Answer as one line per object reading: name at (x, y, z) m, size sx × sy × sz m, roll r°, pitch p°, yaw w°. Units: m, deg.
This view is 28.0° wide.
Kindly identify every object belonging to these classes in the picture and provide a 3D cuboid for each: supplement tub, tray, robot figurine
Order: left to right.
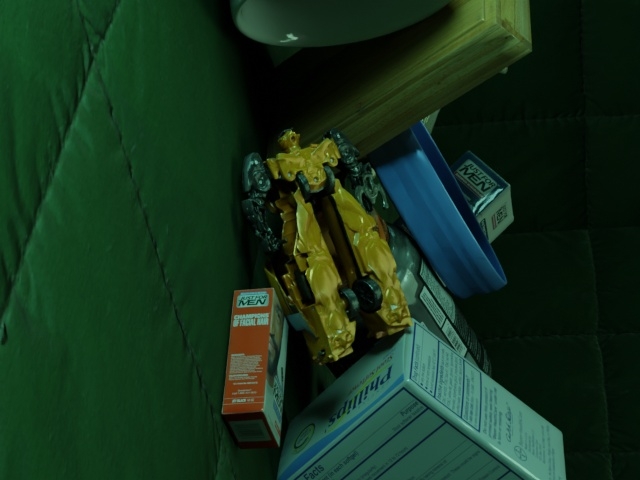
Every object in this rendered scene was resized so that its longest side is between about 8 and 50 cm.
robot figurine at (0.000, 0.000, 1.624) m, size 0.211 × 0.085 × 0.291 m, roll -20°, pitch 88°, yaw -38°
supplement tub at (0.090, 0.117, 1.846) m, size 0.338 × 0.207 × 0.207 m, roll 54°, pitch 27°, yaw -31°
tray at (0.092, -0.239, 1.695) m, size 0.076 × 0.411 × 0.202 m, roll 31°, pitch 46°, yaw -31°

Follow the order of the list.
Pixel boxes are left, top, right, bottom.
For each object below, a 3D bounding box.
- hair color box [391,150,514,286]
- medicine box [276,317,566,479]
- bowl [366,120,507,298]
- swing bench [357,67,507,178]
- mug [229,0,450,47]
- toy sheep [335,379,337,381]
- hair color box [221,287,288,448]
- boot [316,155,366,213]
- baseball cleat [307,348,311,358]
hair color box at (0.179, 0.021, 2.241) m, size 0.105 × 0.347 × 0.174 m, roll 44°, pitch -7°, yaw 21°
medicine box at (0.136, 0.296, 1.721) m, size 0.289 × 0.263 × 0.149 m, roll 38°, pitch 28°, yaw -14°
bowl at (0.149, -0.088, 1.905) m, size 0.391 × 0.077 × 0.391 m, roll 58°, pitch 10°, yaw -16°
swing bench at (0.168, -0.250, 2.382) m, size 0.165 × 0.255 × 0.253 m, roll 30°, pitch 76°, yaw -42°
mug at (0.053, -0.442, 1.550) m, size 0.276 × 0.374 × 0.328 m, roll 116°, pitch -35°, yaw -76°
toy sheep at (0.044, 0.272, 2.076) m, size 0.091 × 0.091 × 0.132 m, roll -80°, pitch 177°, yaw -53°
hair color box at (-0.075, 0.151, 1.518) m, size 0.093 × 0.053 × 0.167 m, roll 72°, pitch 16°, yaw -53°
boot at (0.024, -0.129, 2.004) m, size 0.283 × 0.109 × 0.220 m, roll 61°, pitch 26°, yaw -64°
baseball cleat at (0.003, 0.092, 1.985) m, size 0.109 × 0.072 × 0.206 m, roll 50°, pitch 36°, yaw -30°
